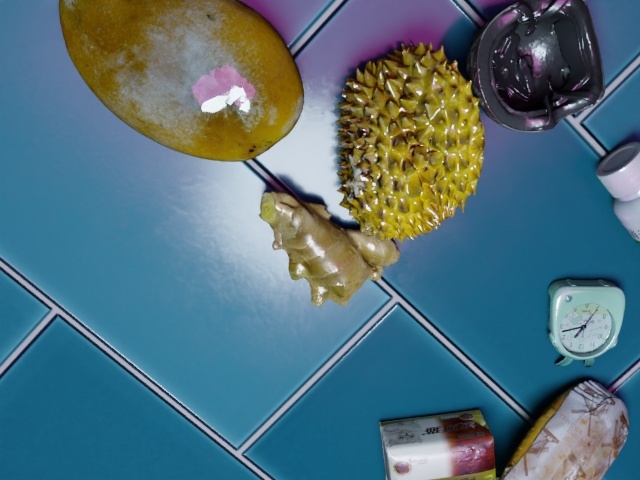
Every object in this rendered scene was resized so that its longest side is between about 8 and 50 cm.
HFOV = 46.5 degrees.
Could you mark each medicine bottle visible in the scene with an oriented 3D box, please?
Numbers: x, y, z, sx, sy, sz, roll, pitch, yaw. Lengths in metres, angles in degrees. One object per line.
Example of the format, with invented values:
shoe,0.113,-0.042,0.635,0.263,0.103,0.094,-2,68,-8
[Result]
medicine bottle,0.467,-0.012,0.984,0.095,0.095,0.260,-39,102,8

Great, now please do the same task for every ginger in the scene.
ginger,-0.001,0.014,0.978,0.205,0.081,0.115,26,116,-15

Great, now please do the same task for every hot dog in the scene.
hot dog,0.331,0.308,1.033,0.268,0.075,0.144,-40,111,-21

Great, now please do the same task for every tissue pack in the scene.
tissue pack,0.166,0.313,1.055,0.148,0.099,0.106,-8,105,0

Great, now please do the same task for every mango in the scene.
mango,-0.169,-0.211,0.878,0.316,0.146,0.193,27,96,-3

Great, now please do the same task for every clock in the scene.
clock,0.365,0.122,1.043,0.101,0.041,0.135,2,106,-4

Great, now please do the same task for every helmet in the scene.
helmet,0.248,-0.214,0.907,0.176,0.107,0.153,-21,106,-11

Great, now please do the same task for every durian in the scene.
durian,0.094,-0.115,0.899,0.137,0.183,0.250,-9,103,-27

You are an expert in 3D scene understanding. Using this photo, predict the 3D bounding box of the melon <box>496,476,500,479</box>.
melon,0.227,0.427,1.096,0.202,0.093,0.140,-1,113,1
